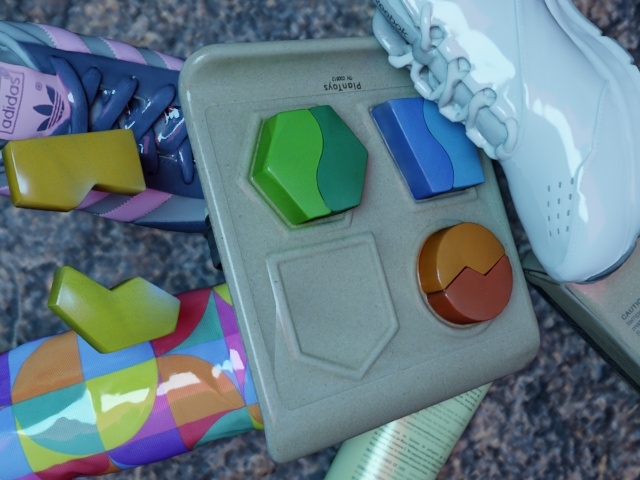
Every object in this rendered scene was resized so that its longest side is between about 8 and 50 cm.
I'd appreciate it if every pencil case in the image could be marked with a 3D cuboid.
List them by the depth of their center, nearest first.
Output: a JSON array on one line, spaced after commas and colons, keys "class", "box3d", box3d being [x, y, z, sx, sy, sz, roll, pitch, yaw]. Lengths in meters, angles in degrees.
[{"class": "pencil case", "box3d": [-0.134, 0.100, 0.487, 0.236, 0.104, 0.104, -15, 96, -6]}]

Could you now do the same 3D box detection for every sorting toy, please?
[{"class": "sorting toy", "box3d": [0.000, 0.000, 0.449, 0.307, 0.041, 0.229, -13, 90, -34]}]

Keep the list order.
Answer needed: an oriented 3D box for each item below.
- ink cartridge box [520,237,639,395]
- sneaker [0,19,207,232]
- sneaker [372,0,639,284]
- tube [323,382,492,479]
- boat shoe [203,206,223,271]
[{"class": "ink cartridge box", "box3d": [0.285, 0.005, 0.540, 0.235, 0.088, 0.193, -45, 97, -2]}, {"class": "sneaker", "box3d": [-0.132, -0.062, 0.455, 0.319, 0.131, 0.112, 6, 95, -10]}, {"class": "sneaker", "box3d": [0.095, -0.112, 0.471, 0.129, 0.111, 0.297, -12, 77, -21]}, {"class": "tube", "box3d": [0.054, 0.133, 0.538, 0.062, 0.070, 0.240, 25, 82, 33]}, {"class": "boat shoe", "box3d": [-0.012, 0.008, 0.501, 0.133, 0.049, 0.042, 12, 57, -36]}]
